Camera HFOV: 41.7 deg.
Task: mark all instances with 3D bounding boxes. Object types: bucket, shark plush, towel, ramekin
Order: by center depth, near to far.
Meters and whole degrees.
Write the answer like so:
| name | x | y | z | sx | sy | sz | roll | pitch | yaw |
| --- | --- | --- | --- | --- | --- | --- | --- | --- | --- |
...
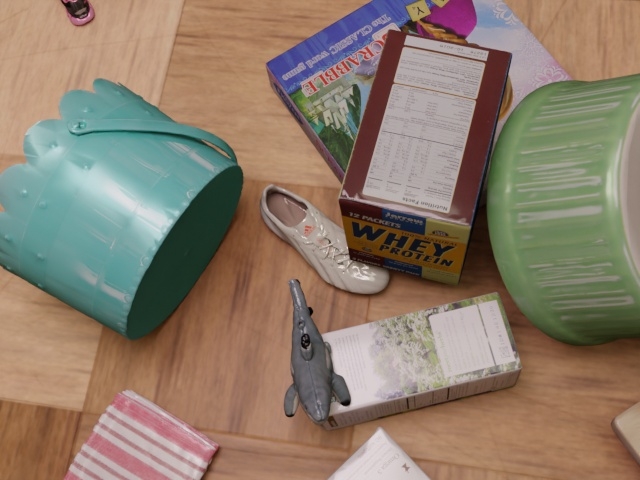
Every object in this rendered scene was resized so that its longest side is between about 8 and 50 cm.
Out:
| name | x | y | z | sx | sy | sz | roll | pitch | yaw |
| --- | --- | --- | --- | --- | --- | --- | --- | --- | --- |
| ramekin | 0.337 | -0.036 | 0.905 | 0.303 | 0.148 | 0.303 | 3 | 85 | -35 |
| shark plush | -0.006 | 0.119 | 0.907 | 0.073 | 0.067 | 0.161 | -1 | 70 | 7 |
| bucket | -0.228 | -0.032 | 0.984 | 0.183 | 0.281 | 0.281 | 31 | 75 | 6 |
| towel | -0.227 | 0.291 | 0.987 | 0.144 | 0.029 | 0.197 | 28 | 76 | 14 |

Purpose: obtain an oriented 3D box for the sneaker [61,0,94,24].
| name | x | y | z | sx | sy | sz | roll | pitch | yaw |
| --- | --- | --- | --- | --- | --- | --- | --- | --- | --- |
| sneaker | -0.376 | -0.374 | 1.238 | 0.047 | 0.057 | 0.119 | -36 | 69 | -6 |

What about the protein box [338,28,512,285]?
| name | x | y | z | sx | sy | sz | roll | pitch | yaw |
| --- | --- | --- | --- | --- | --- | --- | --- | --- | --- |
| protein box | 0.116 | -0.084 | 0.934 | 0.136 | 0.200 | 0.201 | 14 | 73 | 10 |

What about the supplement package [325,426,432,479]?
| name | x | y | z | sx | sy | sz | roll | pitch | yaw |
| --- | --- | --- | --- | --- | --- | --- | --- | --- | --- |
| supplement package | 0.092 | 0.307 | 0.907 | 0.105 | 0.105 | 0.179 | -42 | 72 | -11 |

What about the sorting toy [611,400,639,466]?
| name | x | y | z | sx | sy | sz | roll | pitch | yaw |
| --- | --- | --- | --- | --- | --- | --- | --- | --- | --- |
| sorting toy | 0.488 | 0.240 | 0.905 | 0.257 | 0.089 | 0.255 | -31 | 70 | -7 |

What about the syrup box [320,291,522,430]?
| name | x | y | z | sx | sy | sz | roll | pitch | yaw |
| --- | --- | --- | --- | --- | --- | --- | --- | --- | --- |
| syrup box | 0.103 | 0.142 | 0.974 | 0.237 | 0.096 | 0.093 | -14 | 67 | 2 |

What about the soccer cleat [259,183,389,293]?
| name | x | y | z | sx | sy | sz | roll | pitch | yaw |
| --- | --- | --- | --- | --- | --- | --- | --- | --- | --- |
| soccer cleat | 0.000 | 0.000 | 1.048 | 0.196 | 0.076 | 0.068 | 35 | 76 | 16 |

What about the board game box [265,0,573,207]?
| name | x | y | z | sx | sy | sz | roll | pitch | yaw |
| --- | --- | --- | --- | --- | --- | --- | --- | --- | --- |
| board game box | 0.143 | -0.186 | 1.111 | 0.318 | 0.066 | 0.318 | -33 | 70 | -7 |
